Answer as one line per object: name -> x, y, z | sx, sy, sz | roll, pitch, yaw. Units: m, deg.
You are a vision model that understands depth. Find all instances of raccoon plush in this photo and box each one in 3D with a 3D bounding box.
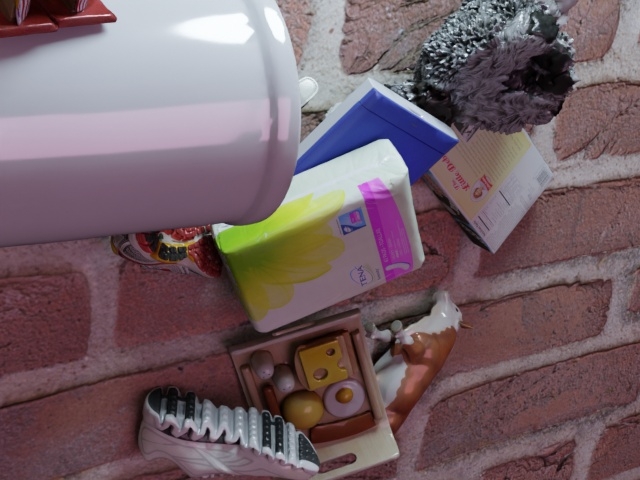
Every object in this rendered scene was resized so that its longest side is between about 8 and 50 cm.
raccoon plush -> 0.207, -0.335, 1.959 | 0.446, 0.299, 0.216 | -7, 139, -2

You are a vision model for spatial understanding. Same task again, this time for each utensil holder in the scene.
utensil holder -> -0.268, -0.156, 1.479 | 0.385, 0.327, 0.327 | -9, 118, -28

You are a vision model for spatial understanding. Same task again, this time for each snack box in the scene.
snack box -> 0.274, -0.138, 2.147 | 0.187, 0.060, 0.322 | -51, 134, -8

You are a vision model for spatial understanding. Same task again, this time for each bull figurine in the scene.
bull figurine -> 0.140, 0.221, 2.197 | 0.188, 0.101, 0.310 | 27, 93, -41

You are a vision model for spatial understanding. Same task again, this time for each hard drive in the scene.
hard drive -> 0.031, -0.091, 1.888 | 0.319, 0.040, 0.210 | -43, 139, 21

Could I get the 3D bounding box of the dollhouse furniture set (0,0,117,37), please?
dollhouse furniture set -> -0.352, -0.409, 1.303 | 0.152, 0.374, 0.201 | -20, 149, -41

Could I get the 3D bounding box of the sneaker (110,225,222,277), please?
sneaker -> -0.216, 0.005, 1.804 | 0.225, 0.093, 0.088 | 23, 64, -58

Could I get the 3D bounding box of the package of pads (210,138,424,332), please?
package of pads -> 0.000, 0.000, 1.860 | 0.297, 0.101, 0.229 | -22, 141, -4

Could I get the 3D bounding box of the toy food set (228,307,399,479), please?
toy food set -> -0.005, 0.266, 2.032 | 0.220, 0.092, 0.306 | -17, 120, -4

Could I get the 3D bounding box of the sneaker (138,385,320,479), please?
sneaker -> -0.145, 0.324, 1.948 | 0.292, 0.110, 0.118 | 18, 113, -6

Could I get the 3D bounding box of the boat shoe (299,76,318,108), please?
boat shoe -> -0.058, -0.199, 1.851 | 0.125, 0.038, 0.046 | -41, 89, -17
